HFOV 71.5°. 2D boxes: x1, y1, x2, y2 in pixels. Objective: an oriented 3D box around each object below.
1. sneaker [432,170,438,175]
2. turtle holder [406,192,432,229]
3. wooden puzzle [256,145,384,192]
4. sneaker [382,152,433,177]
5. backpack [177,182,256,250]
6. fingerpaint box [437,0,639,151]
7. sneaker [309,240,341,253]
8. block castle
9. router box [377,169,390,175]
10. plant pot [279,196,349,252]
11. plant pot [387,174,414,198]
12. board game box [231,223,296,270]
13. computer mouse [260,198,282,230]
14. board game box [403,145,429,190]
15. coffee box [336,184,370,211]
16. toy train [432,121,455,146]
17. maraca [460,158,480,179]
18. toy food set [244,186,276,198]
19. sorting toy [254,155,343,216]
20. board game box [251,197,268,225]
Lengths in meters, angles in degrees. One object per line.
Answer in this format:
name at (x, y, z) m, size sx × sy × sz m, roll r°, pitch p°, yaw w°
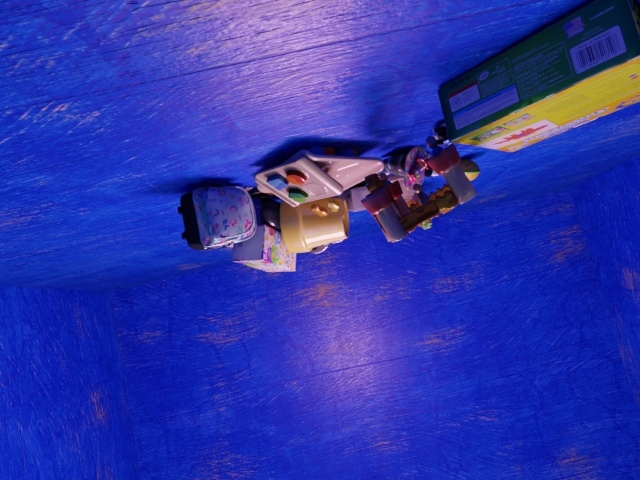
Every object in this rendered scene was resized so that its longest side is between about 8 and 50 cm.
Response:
sneaker at (0.467, -0.309, 1.899) m, size 0.167 × 0.065 × 0.076 m, roll -16°, pitch 168°, yaw 10°
turtle holder at (0.468, -0.158, 2.352) m, size 0.243 × 0.227 × 0.320 m, roll -18°, pitch 171°, yaw 25°
wooden puzzle at (-0.005, -0.247, 1.559) m, size 0.348 × 0.080 × 0.322 m, roll 0°, pitch 166°, yaw -38°
sneaker at (0.345, -0.299, 1.740) m, size 0.267 × 0.101 × 0.106 m, roll 0°, pitch -178°, yaw -44°
backpack at (-0.346, -0.088, 1.585) m, size 0.191 × 0.225 × 0.253 m, roll -13°, pitch 178°, yaw 39°
fingerpaint box at (0.599, -0.394, 1.141) m, size 0.371 × 0.163 × 0.445 m, roll -4°, pitch 170°, yaw -42°
sneaker at (0.000, 0.000, 2.005) m, size 0.106 × 0.078 × 0.234 m, roll -2°, pitch 162°, yaw -42°
block castle at (0.301, -0.174, 1.402) m, size 0.303 × 0.212 × 0.453 m, roll -31°, pitch -179°, yaw 18°
router box at (0.186, -0.265, 1.809) m, size 0.179 × 0.046 × 0.133 m, roll -11°, pitch 173°, yaw -10°
plant pot at (-0.014, -0.079, 1.797) m, size 0.239 × 0.254 × 0.254 m, roll -3°, pitch 174°, yaw 13°
plant pot at (0.359, -0.233, 2.082) m, size 0.237 × 0.109 × 0.237 m, roll -13°, pitch 171°, yaw -2°
board game box at (-0.221, 0.038, 1.813) m, size 0.142 × 0.144 × 0.275 m, roll -3°, pitch 167°, yaw 23°
computer mouse at (-0.166, -0.103, 1.832) m, size 0.072 × 0.188 × 0.272 m, roll 6°, pitch 179°, yaw 15°
board game box at (0.367, -0.266, 1.664) m, size 0.133 × 0.168 × 0.033 m, roll -13°, pitch -156°, yaw -42°
coffee box at (0.167, -0.186, 1.914) m, size 0.141 × 0.098 × 0.246 m, roll -10°, pitch -172°, yaw -12°
toy train at (0.461, -0.359, 1.487) m, size 0.184 × 0.080 × 0.105 m, roll -12°, pitch 178°, yaw -5°
maraca at (0.639, -0.317, 2.002) m, size 0.127 × 0.099 × 0.186 m, roll -2°, pitch -165°, yaw -15°
toy food set at (-0.215, -0.185, 1.761) m, size 0.192 × 0.038 × 0.132 m, roll -9°, pitch 171°, yaw -27°
sorting toy at (-0.042, -0.161, 1.485) m, size 0.229 × 0.041 × 0.307 m, roll -13°, pitch 147°, yaw 41°
board game box at (-0.335, -0.075, 1.973) m, size 0.291 × 0.141 × 0.232 m, roll -15°, pitch 172°, yaw 17°
